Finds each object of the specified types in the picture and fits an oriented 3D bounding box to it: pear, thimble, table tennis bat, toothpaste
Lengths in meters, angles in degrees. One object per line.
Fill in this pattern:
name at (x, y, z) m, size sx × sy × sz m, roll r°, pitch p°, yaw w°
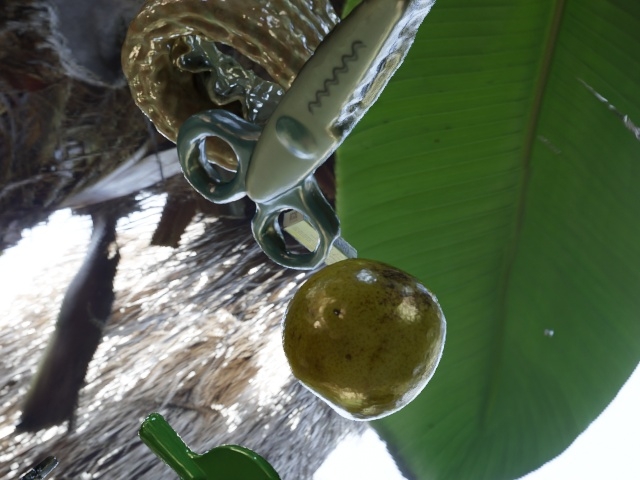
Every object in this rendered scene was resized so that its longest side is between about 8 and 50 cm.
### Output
pear at (0.056, 0.109, 0.958) m, size 0.197 × 0.197 × 0.197 m, roll 3°, pitch -80°, yaw 21°
thimble at (-0.077, -0.185, 0.817) m, size 0.229 × 0.148 × 0.196 m, roll 22°, pitch -40°, yaw -4°
table tennis bat at (-0.132, 0.301, 0.953) m, size 0.257 × 0.039 × 0.160 m, roll 37°, pitch -76°, yaw 27°
toothpaste at (0.000, 0.000, 1.355) m, size 0.046 × 0.164 × 0.034 m, roll -22°, pitch -132°, yaw 28°

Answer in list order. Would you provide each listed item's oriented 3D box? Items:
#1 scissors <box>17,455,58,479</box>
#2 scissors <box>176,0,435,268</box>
scissors at (-0.536, 0.442, 1.318) m, size 0.160 × 0.317 × 0.024 m, roll 26°, pitch -69°, yaw 8°
scissors at (-0.009, -0.068, 0.477) m, size 0.138 × 0.041 × 0.289 m, roll 46°, pitch -33°, yaw -1°
